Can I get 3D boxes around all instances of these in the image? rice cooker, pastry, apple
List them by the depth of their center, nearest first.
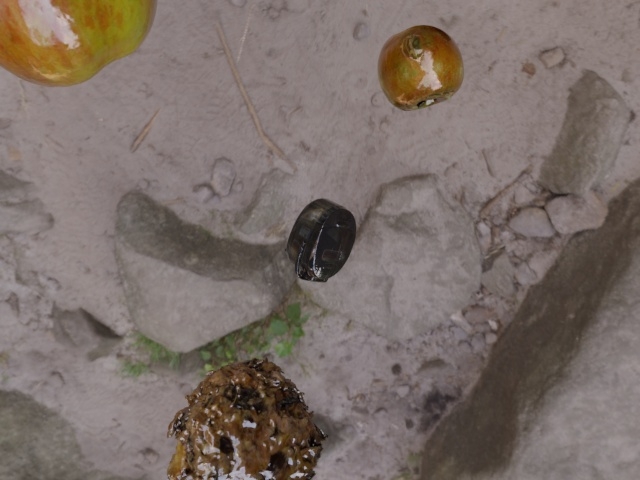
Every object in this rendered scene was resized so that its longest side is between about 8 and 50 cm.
[{"bbox_3d":[0.124,-0.221,0.695,0.099,0.114,0.101,-15,92,-1],"label":"apple"},{"bbox_3d":[-0.391,-0.365,0.802,0.302,0.301,0.301,1,116,3],"label":"apple"},{"bbox_3d":[-0.123,0.321,0.854,0.275,0.274,0.193,44,150,-16],"label":"pastry"},{"bbox_3d":[0.000,0.000,1.076,0.112,0.106,0.165,10,114,-45],"label":"rice cooker"}]
